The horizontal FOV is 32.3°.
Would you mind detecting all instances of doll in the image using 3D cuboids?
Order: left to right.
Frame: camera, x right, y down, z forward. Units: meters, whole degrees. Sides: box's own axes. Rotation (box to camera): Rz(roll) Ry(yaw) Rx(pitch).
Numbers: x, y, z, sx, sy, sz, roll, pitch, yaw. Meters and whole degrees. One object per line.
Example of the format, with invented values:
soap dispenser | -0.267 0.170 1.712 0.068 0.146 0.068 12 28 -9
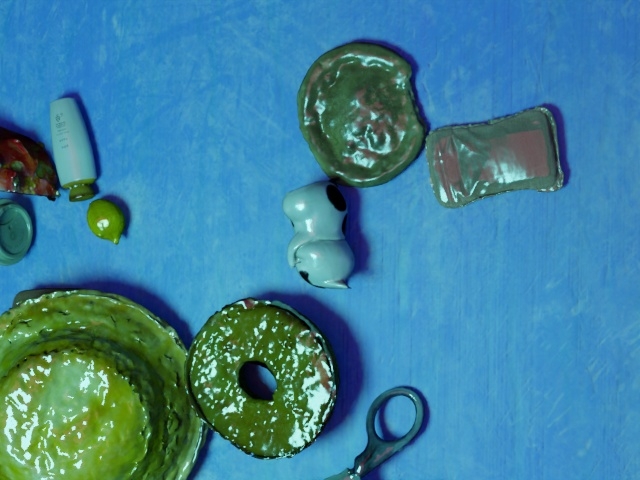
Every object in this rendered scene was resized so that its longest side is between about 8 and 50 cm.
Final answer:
doll | -0.004 -0.006 1.775 0.106 0.110 0.181 -8 87 2

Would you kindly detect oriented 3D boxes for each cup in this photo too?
cup | -0.599 -0.013 1.973 0.141 0.120 0.120 -2 90 26

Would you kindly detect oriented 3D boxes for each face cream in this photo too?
face cream | -0.437 -0.159 1.947 0.072 0.051 0.182 -15 85 17

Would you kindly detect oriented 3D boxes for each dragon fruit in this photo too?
dragon fruit | -0.596 -0.143 1.943 0.274 0.161 0.126 8 95 20

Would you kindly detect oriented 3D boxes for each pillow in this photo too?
pillow | 0.268 -0.128 1.725 0.211 0.034 0.135 -9 91 20

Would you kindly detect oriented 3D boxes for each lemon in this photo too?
lemon | -0.372 -0.033 1.920 0.065 0.065 0.092 -36 75 15

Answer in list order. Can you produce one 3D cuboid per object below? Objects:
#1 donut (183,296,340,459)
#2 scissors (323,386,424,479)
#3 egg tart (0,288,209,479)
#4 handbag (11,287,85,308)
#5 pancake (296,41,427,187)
donut | -0.086 0.224 1.812 0.272 0.107 0.272 -2 85 20
scissors | 0.024 0.414 1.747 0.383 0.029 0.256 -24 75 0
egg tart | -0.403 0.297 1.818 0.443 0.178 0.443 0 90 -4
handbag | -0.480 0.177 1.954 0.151 0.072 0.193 6 94 19
pancake | 0.064 -0.204 1.786 0.222 0.042 0.236 6 93 15
